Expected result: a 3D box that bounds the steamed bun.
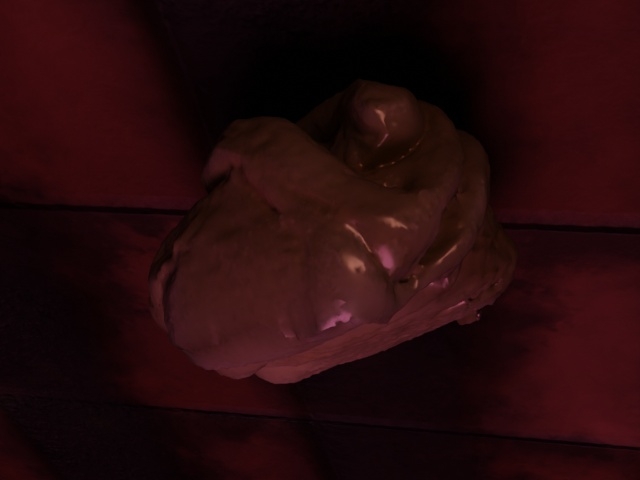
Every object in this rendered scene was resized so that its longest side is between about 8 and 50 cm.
[{"bbox_3d":[0.003,-0.002,1.030,0.325,0.230,0.372,-23,170,11],"label":"steamed bun"}]
